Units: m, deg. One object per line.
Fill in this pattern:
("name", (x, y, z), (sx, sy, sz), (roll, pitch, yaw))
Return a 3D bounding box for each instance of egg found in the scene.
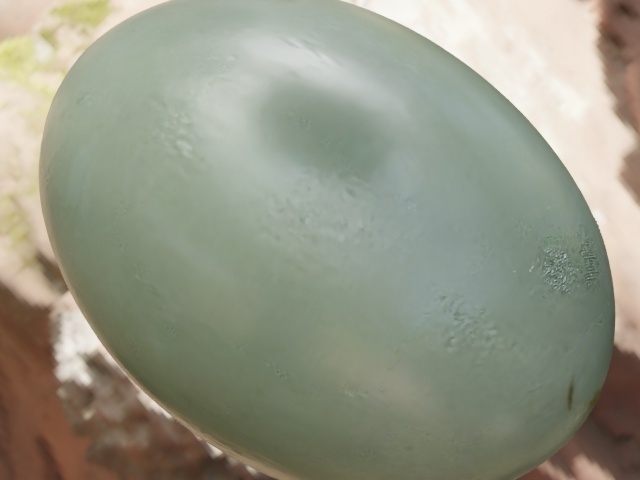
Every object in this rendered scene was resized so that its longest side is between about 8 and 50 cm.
("egg", (0.000, 0.000, 0.767), (0.282, 0.203, 0.203), (31, 17, 21))
